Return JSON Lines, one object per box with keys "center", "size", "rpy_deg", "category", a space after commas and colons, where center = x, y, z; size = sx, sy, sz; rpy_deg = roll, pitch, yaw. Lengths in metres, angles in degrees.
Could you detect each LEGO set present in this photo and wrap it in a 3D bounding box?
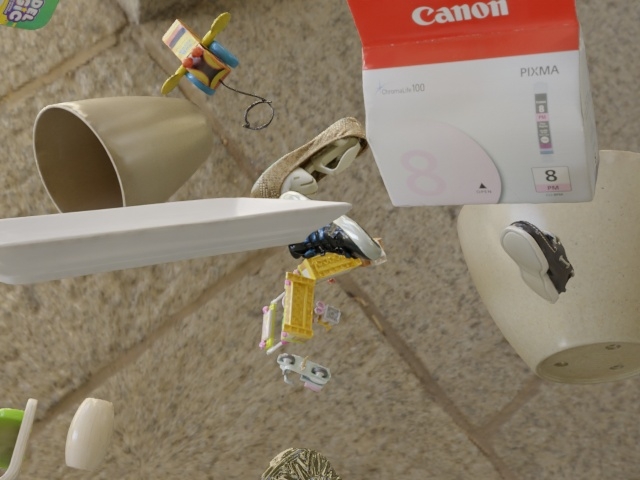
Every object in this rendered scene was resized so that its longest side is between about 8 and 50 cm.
{"center": [-0.011, 0.090, 1.154], "size": [0.132, 0.107, 0.287], "rpy_deg": [36, 51, -9], "category": "LEGO set"}

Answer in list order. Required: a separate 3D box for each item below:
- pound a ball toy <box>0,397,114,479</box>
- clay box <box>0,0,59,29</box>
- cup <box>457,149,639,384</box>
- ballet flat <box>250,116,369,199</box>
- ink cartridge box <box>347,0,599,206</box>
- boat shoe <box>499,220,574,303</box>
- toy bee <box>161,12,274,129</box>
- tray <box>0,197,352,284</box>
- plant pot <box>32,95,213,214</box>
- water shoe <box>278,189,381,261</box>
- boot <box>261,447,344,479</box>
{"center": [-0.377, 0.273, 0.896], "size": [0.208, 0.319, 0.135], "rpy_deg": [16, 58, -16], "category": "pound a ball toy"}
{"center": [-0.246, -0.209, 0.433], "size": [0.222, 0.127, 0.053], "rpy_deg": [9, 44, -43], "category": "clay box"}
{"center": [0.370, 0.065, 1.077], "size": [0.331, 0.331, 0.236], "rpy_deg": [6, 60, -11], "category": "cup"}
{"center": [-0.011, -0.109, 1.133], "size": [0.206, 0.073, 0.067], "rpy_deg": [-40, 50, -8], "category": "ballet flat"}
{"center": [0.123, -0.126, 0.639], "size": [0.189, 0.232, 0.066], "rpy_deg": [0, 52, 27], "category": "ink cartridge box"}
{"center": [0.187, 0.012, 0.642], "size": [0.038, 0.125, 0.046], "rpy_deg": [-50, 48, -5], "category": "boat shoe"}
{"center": [-0.224, -0.359, 1.490], "size": [0.298, 0.162, 0.195], "rpy_deg": [23, 89, 29], "category": "toy bee"}
{"center": [-0.120, -0.004, 0.521], "size": [0.270, 0.145, 0.030], "rpy_deg": [-9, 99, -42], "category": "tray"}
{"center": [-0.341, -0.168, 1.423], "size": [0.274, 0.256, 0.256], "rpy_deg": [-33, 83, -42], "category": "plant pot"}
{"center": [0.000, 0.000, 1.021], "size": [0.080, 0.203, 0.073], "rpy_deg": [-53, 131, -7], "category": "water shoe"}
{"center": [0.044, 0.422, 0.996], "size": [0.089, 0.236, 0.269], "rpy_deg": [-35, 118, -22], "category": "boot"}
